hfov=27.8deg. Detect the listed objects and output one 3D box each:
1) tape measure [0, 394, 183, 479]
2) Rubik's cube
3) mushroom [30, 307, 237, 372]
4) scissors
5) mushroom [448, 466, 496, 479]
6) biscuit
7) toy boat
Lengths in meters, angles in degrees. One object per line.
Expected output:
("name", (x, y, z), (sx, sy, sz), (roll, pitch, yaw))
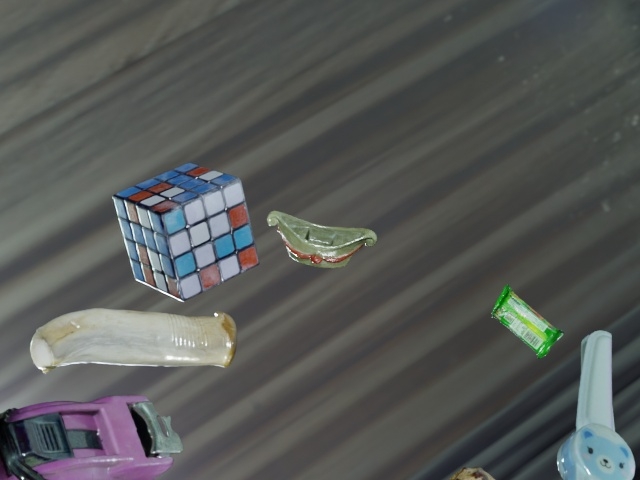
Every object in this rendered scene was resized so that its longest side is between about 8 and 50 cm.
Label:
("tape measure", (-0.318, 0.285, 1.532), (0.231, 0.245, 0.149), (-48, 53, 33))
("Rubik's cube", (-0.126, -0.010, 1.220), (0.092, 0.092, 0.092), (19, 128, 51))
("mushroom", (-0.293, 0.160, 2.078), (0.123, 0.351, 0.095), (47, 130, 51))
("scissors", (0.211, 0.172, 0.987), (0.125, 0.256, 0.030), (23, 137, -12))
("mushroom", (0.189, 0.475, 1.724), (0.267, 0.267, 0.254), (28, 150, 60))
("biscuit", (0.240, 0.096, 1.517), (0.089, 0.016, 0.046), (41, 117, 17))
("toy boat", (-0.001, 0.001, 2.149), (0.089, 0.185, 0.071), (-72, -7, -62))
